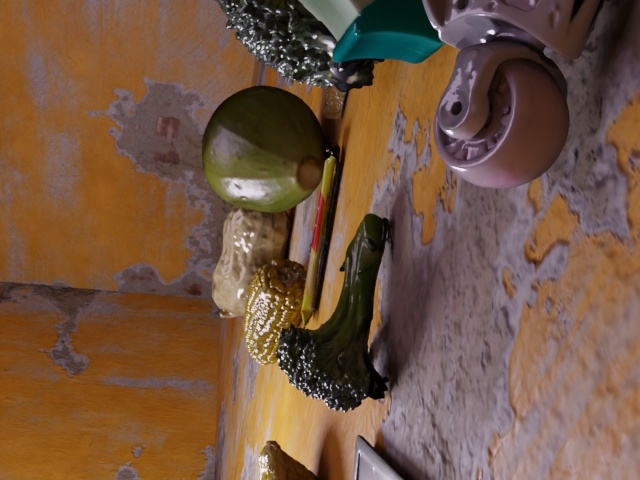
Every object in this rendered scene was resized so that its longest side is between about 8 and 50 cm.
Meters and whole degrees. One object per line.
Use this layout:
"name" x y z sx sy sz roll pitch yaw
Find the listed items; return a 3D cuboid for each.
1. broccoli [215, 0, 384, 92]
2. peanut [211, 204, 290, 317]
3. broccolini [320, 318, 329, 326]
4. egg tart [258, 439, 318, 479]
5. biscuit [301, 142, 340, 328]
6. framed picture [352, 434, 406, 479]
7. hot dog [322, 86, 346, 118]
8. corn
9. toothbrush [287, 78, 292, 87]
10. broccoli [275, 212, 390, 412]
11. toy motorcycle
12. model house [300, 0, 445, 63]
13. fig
"broccoli" 0.017 -0.295 0.843 0.247 0.263 0.243 40 101 39
"peanut" -0.136 0.045 1.510 0.159 0.143 0.291 38 123 37
"broccolini" 0.007 0.132 0.993 0.140 0.030 0.035 111 170 -69
"egg tart" -0.048 0.373 0.965 0.212 0.090 0.212 -172 90 -79
"biscuit" 0.000 0.000 1.094 0.048 0.026 0.291 -54 -26 -71
"framed picture" 0.060 0.302 0.624 0.274 0.017 0.217 -177 92 -79
"hot dog" 0.025 -0.222 1.069 0.034 0.030 0.090 -84 6 -52
"corn" -0.082 0.122 1.260 0.310 0.102 0.101 113 160 -56
"toothbrush" -0.056 -0.399 1.650 0.167 0.011 0.014 115 154 -60
"broccoli" 0.029 0.071 0.755 0.118 0.122 0.204 -14 55 63
"toy motorcycle" 0.117 -0.155 0.405 0.112 0.113 0.254 153 123 -78
"model house" 0.056 -0.227 0.662 0.127 0.149 0.100 -41 4 -8
"fig" -0.092 -0.139 1.181 0.230 0.207 0.207 -101 19 -59
